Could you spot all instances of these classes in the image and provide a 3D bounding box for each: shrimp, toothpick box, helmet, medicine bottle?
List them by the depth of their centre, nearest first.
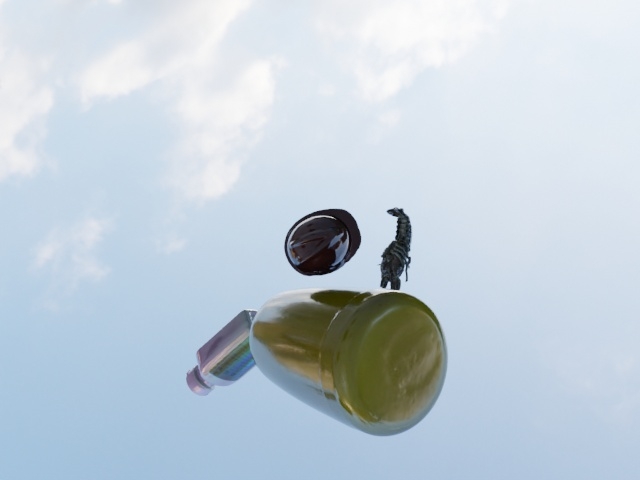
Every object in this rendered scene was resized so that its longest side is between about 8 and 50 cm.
[{"bbox_3d":[0.019,0.145,0.809,0.175,0.175,0.271,-51,-154,-23],"label":"toothpick box"},{"bbox_3d":[0.000,0.000,0.814,0.111,0.057,0.089,-30,-97,3],"label":"helmet"},{"bbox_3d":[0.163,0.021,1.210,0.082,0.076,0.174,4,-96,56],"label":"shrimp"},{"bbox_3d":[-0.183,0.234,1.229,0.219,0.115,0.078,-41,-132,19],"label":"medicine bottle"}]
